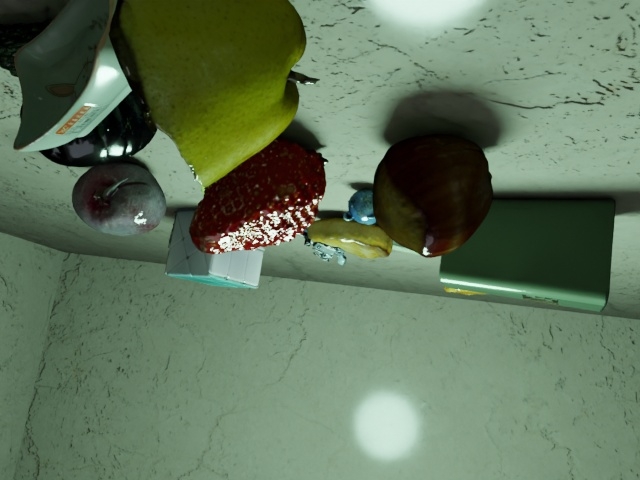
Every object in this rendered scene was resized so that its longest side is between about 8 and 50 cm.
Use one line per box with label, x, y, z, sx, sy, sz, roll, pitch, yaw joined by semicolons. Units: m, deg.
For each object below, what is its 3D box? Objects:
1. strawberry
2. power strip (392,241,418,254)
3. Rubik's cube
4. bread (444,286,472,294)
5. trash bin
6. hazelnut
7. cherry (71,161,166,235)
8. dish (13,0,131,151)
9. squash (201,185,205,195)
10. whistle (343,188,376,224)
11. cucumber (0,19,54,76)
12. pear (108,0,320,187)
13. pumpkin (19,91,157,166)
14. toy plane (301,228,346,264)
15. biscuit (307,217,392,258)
strawberry;-0.117;-0.077;1.038;0.260;0.258;0.261;6;160;2
power strip;0.303;0.024;1.786;0.252;0.027;0.060;12;168;-20
Rubik's cube;-0.342;0.029;1.754;0.230;0.222;0.224;0;166;36
bread;0.512;0.105;1.772;0.158;0.149;0.143;7;173;-29
trash bin;0.457;0.025;1.198;0.343;0.223;0.158;4;168;25
hazelnut;0.195;-0.084;0.931;0.229;0.230;0.229;8;169;1
cherry;-0.490;-0.099;1.314;0.213;0.184;0.266;14;167;11
dish;-0.274;-0.201;0.617;0.212;0.151;0.077;-28;154;34
squash;-0.246;-0.116;1.345;0.090;0.075;0.200;-17;172;-6
whistle;0.122;-0.089;1.258;0.157;0.090;0.090;-30;174;-11
cucumber;-0.325;-0.258;0.709;0.265;0.077;0.077;2;168;17
pear;-0.101;-0.202;0.588;0.177;0.267;0.267;-19;168;-1
pumpkin;-0.342;-0.191;0.800;0.201;0.140;0.202;-5;-151;3
toy plane;0.000;0.006;1.779;0.246;0.078;0.169;17;139;-25
biscuit;0.109;-0.009;1.593;0.213;0.091;0.274;3;167;36
